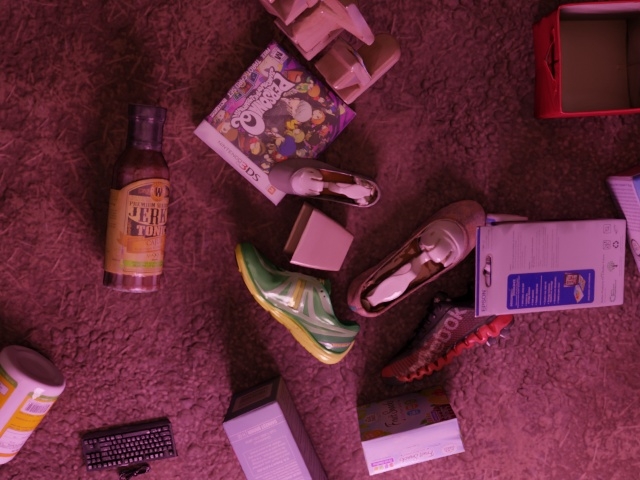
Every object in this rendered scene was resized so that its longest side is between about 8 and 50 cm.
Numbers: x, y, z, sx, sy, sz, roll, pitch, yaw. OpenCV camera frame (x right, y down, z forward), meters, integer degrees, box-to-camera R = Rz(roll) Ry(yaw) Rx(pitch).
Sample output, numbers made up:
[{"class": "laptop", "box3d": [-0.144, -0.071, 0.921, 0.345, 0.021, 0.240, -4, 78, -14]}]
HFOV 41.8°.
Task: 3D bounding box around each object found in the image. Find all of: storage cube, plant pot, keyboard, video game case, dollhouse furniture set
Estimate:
[{"class": "storage cube", "box3d": [0.488, -0.314, 1.484, 0.215, 0.193, 0.184, -3, 95, 2]}, {"class": "plant pot", "box3d": [0.000, 0.000, 1.564, 0.096, 0.109, 0.109, 23, 95, -12]}, {"class": "keyboard", "box3d": [-0.372, 0.418, 1.643, 0.180, 0.023, 0.108, -10, 95, 2]}, {"class": "video game case", "box3d": [-0.085, -0.220, 1.572, 0.210, 0.042, 0.232, 42, 94, -5]}, {"class": "dollhouse furniture set", "box3d": [-0.021, -0.500, 1.401, 0.256, 0.362, 0.394, -41, 64, 5]}]

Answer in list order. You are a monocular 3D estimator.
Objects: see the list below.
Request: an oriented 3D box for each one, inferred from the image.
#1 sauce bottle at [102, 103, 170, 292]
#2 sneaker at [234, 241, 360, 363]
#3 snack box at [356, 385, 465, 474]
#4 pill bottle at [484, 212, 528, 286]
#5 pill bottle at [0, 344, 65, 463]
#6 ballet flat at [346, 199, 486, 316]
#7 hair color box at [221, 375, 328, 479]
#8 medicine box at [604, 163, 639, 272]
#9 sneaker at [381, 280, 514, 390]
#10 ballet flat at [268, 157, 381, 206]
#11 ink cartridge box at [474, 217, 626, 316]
[{"class": "sauce bottle", "box3d": [-0.337, -0.078, 1.552, 0.111, 0.111, 0.344, 5, 97, 0]}, {"class": "sneaker", "box3d": [-0.045, 0.100, 1.577, 0.123, 0.109, 0.295, -45, 102, 0]}, {"class": "snack box", "box3d": [0.159, 0.344, 1.540, 0.174, 0.207, 0.070, -14, 95, 2]}, {"class": "pill bottle", "box3d": [0.345, 0.020, 1.573, 0.078, 0.078, 0.137, 5, 96, 0]}, {"class": "pill bottle", "box3d": [-0.605, 0.331, 1.578, 0.136, 0.136, 0.246, 37, 94, -3]}, {"class": "ballet flat", "box3d": [0.187, 0.042, 1.562, 0.316, 0.106, 0.107, -40, 94, 3]}, {"class": "hair color box", "box3d": [-0.051, 0.460, 1.562, 0.113, 0.185, 0.374, -24, 95, 2]}, {"class": "medicine box", "box3d": [0.711, -0.032, 1.531, 0.263, 0.149, 0.289, -22, 94, 2]}, {"class": "sneaker", "box3d": [0.220, 0.173, 1.579, 0.276, 0.097, 0.135, -32, 95, 1]}, {"class": "ballet flat", "box3d": [0.012, -0.106, 1.543, 0.213, 0.068, 0.072, 8, 105, -16]}, {"class": "ink cartridge box", "box3d": [0.406, 0.044, 1.524, 0.332, 0.065, 0.165, -2, 96, -24]}]
